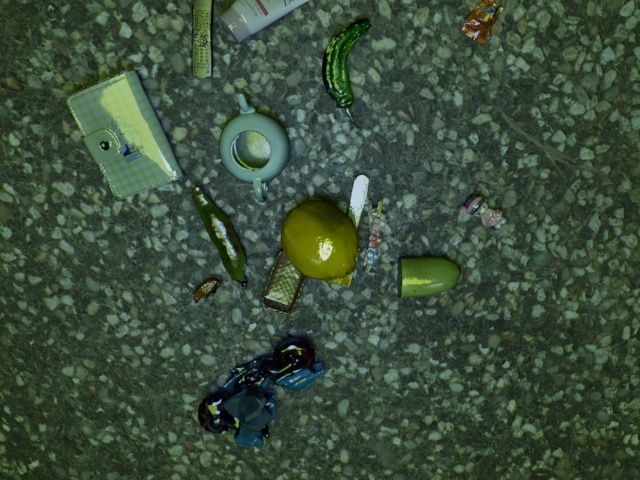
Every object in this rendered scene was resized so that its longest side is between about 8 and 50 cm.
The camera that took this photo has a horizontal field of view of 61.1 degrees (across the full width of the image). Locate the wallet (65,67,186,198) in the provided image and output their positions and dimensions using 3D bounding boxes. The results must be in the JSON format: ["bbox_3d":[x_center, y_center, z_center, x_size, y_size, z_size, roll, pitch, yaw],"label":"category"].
[{"bbox_3d":[-0.531,-0.283,1.478,0.223,0.077,0.309,-20,105,3],"label":"wallet"}]

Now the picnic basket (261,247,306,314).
[{"bbox_3d":[-0.100,0.117,1.586,0.110,0.055,0.193,20,105,-6],"label":"picnic basket"}]

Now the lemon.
[{"bbox_3d":[0.000,0.000,1.466,0.260,0.204,0.204,46,104,27],"label":"lemon"}]

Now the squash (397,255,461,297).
[{"bbox_3d":[0.309,0.102,1.548,0.187,0.123,0.123,-5,106,-1],"label":"squash"}]

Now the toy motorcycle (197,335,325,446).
[{"bbox_3d":[-0.164,0.472,1.645,0.416,0.172,0.232,-38,108,2],"label":"toy motorcycle"}]

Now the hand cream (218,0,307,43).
[{"bbox_3d":[-0.135,-0.606,1.379,0.248,0.083,0.133,-40,104,1],"label":"hand cream"}]

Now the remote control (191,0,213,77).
[{"bbox_3d":[-0.309,-0.536,1.421,0.059,0.028,0.212,4,106,-4],"label":"remote control"}]

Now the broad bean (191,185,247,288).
[{"bbox_3d":[-0.274,-0.005,1.552,0.077,0.061,0.338,-18,105,18],"label":"broad bean"}]

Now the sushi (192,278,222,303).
[{"bbox_3d":[-0.334,0.144,1.600,0.099,0.050,0.047,-39,96,17],"label":"sushi"}]

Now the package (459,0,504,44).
[{"bbox_3d":[0.420,-0.567,1.395,0.077,0.033,0.110,29,109,-17],"label":"package"}]

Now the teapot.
[{"bbox_3d":[-0.177,-0.244,1.448,0.193,0.129,0.294,-7,105,4],"label":"teapot"}]

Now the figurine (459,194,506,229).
[{"bbox_3d":[0.457,-0.078,1.526,0.129,0.054,0.072,31,119,-15],"label":"figurine"}]

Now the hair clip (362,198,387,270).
[{"bbox_3d":[0.156,-0.014,1.547,0.056,0.062,0.213,9,103,30],"label":"hair clip"}]

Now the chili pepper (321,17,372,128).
[{"bbox_3d":[0.065,-0.438,1.422,0.122,0.065,0.278,5,102,4],"label":"chili pepper"}]

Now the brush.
[{"bbox_3d":[0.088,-0.027,1.561,0.086,0.020,0.336,13,105,-1],"label":"brush"}]
